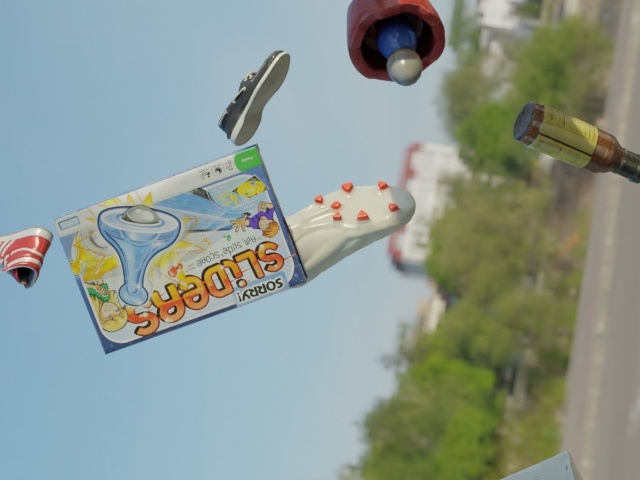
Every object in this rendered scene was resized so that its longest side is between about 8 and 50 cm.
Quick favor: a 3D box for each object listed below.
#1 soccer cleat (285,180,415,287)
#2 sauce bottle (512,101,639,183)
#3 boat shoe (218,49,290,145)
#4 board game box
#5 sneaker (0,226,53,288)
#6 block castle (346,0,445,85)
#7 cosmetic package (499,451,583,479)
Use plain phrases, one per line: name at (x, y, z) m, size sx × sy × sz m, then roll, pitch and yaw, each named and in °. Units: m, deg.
soccer cleat at (0.000, 0.000, 1.730) m, size 0.068 × 0.196 × 0.076 m, roll -113°, pitch 6°, yaw -47°
sauce bottle at (0.235, -0.084, 1.598) m, size 0.042 × 0.128 × 0.042 m, roll -54°, pitch 23°, yaw 35°
boat shoe at (-0.075, -0.164, 1.978) m, size 0.046 × 0.038 × 0.125 m, roll -18°, pitch -36°, yaw -51°
board game box at (-0.129, 0.008, 1.647) m, size 0.035 × 0.201 × 0.136 m, roll -77°, pitch -33°, yaw -81°
sneaker at (-0.369, 0.029, 2.116) m, size 0.042 × 0.118 × 0.067 m, roll 37°, pitch -130°, yaw -33°
block castle at (0.184, -0.332, 1.430) m, size 0.303 × 0.453 × 0.213 m, roll 57°, pitch -165°, yaw -46°
cosmetic package at (0.230, 0.352, 1.496) m, size 0.309 × 0.113 × 0.160 m, roll 64°, pitch -170°, yaw -8°
